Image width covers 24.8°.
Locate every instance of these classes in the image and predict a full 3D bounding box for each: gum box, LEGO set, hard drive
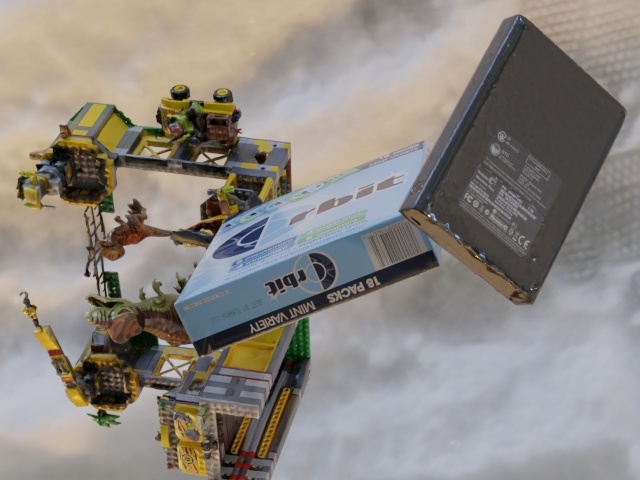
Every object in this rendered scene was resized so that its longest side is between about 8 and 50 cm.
[{"bbox_3d":[0.000,0.000,0.930,0.157,0.184,0.041,-21,103,12],"label":"gum box"},{"bbox_3d":[-0.127,0.061,1.163,0.255,0.192,0.331,13,126,7],"label":"LEGO set"},{"bbox_3d":[0.111,-0.045,0.812,0.094,0.135,0.022,38,160,-22],"label":"hard drive"}]
